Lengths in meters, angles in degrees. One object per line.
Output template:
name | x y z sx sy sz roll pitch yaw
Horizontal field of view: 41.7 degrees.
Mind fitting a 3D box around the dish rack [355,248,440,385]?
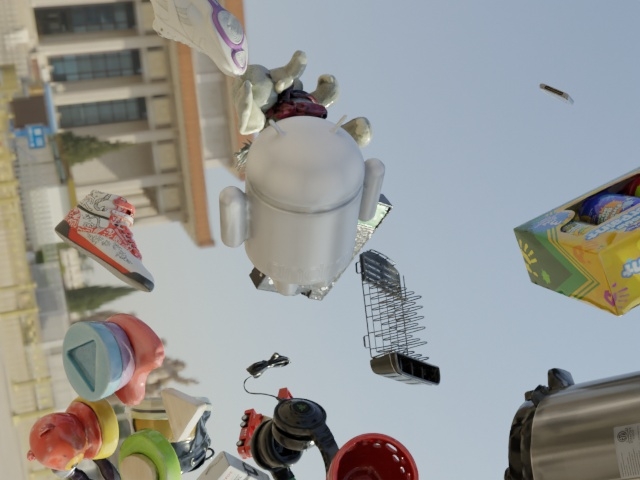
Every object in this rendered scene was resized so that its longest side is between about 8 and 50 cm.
dish rack | 0.151 0.151 1.671 0.208 0.074 0.271 30 49 -56

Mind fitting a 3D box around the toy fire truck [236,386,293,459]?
toy fire truck | -0.145 0.488 2.241 0.192 0.135 0.047 -82 151 -52

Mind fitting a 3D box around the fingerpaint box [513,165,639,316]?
fingerpaint box | 0.734 -0.030 1.923 0.163 0.445 0.371 67 -10 -14

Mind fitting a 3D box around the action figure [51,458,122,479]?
action figure | -0.402 0.462 1.585 0.285 0.185 0.099 56 -18 -14

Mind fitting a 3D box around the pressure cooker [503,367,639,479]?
pressure cooker | 0.560 0.444 1.627 0.421 0.370 0.375 -23 -73 37

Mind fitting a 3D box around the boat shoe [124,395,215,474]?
boat shoe | -0.312 0.397 1.727 0.500 0.187 0.155 132 -44 -77

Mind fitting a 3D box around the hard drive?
hard drive | 0.000 0.000 2.126 0.339 0.237 0.064 -54 -133 24

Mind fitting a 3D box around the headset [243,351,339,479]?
headset | -0.061 0.467 2.085 0.394 0.185 0.243 56 -44 20

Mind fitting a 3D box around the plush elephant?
plush elephant | -0.091 -0.317 1.902 0.255 0.330 0.271 62 6 -45

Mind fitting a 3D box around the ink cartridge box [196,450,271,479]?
ink cartridge box | -0.203 0.580 1.982 0.109 0.150 0.063 -50 -150 5

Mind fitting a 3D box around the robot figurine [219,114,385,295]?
robot figurine | -0.030 -0.066 1.447 0.199 0.300 0.353 56 -28 40

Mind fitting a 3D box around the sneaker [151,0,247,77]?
sneaker | -0.268 -0.460 1.808 0.152 0.114 0.305 -40 -101 29

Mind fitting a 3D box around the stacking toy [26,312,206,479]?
stacking toy | -0.347 0.295 1.367 0.280 0.130 0.308 37 -62 30

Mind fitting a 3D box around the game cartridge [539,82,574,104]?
game cartridge | 0.585 -0.361 2.076 0.083 0.056 0.017 33 -86 33

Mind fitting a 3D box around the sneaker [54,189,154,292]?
sneaker | -0.427 -0.009 1.792 0.270 0.145 0.090 30 -20 21

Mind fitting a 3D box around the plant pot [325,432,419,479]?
plant pot | 0.105 0.532 1.832 0.174 0.191 0.191 105 -29 -62
